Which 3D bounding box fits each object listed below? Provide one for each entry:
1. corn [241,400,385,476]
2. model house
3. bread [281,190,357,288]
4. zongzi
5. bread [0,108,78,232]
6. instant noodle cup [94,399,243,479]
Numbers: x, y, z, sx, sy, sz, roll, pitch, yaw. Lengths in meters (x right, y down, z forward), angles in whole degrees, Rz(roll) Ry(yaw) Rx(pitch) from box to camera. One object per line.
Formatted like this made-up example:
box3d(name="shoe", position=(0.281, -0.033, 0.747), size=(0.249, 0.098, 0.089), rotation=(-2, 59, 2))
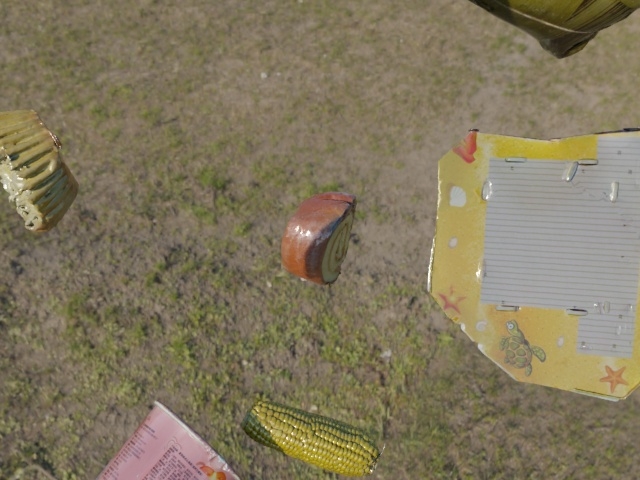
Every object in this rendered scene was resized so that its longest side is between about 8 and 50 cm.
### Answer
box3d(name="corn", position=(-0.015, 0.409, 1.305), size=(0.305, 0.106, 0.106), rotation=(24, 39, -19))
box3d(name="model house", position=(0.201, 0.015, 0.567), size=(0.208, 0.219, 0.136), rotation=(1, 3, 9))
box3d(name="bread", position=(-0.006, 0.007, 1.562), size=(0.123, 0.244, 0.190), rotation=(23, 39, 20))
box3d(name="zongzi", position=(0.368, -0.419, 0.944), size=(0.274, 0.300, 0.145), rotation=(21, 79, -20))
box3d(name="bread", position=(-0.623, -0.154, 1.357), size=(0.149, 0.274, 0.274), rotation=(-28, 50, -20))
box3d(name="instant noodle cup", position=(-0.304, 0.468, 1.190), size=(0.243, 0.242, 0.231), rotation=(30, 64, 27))
